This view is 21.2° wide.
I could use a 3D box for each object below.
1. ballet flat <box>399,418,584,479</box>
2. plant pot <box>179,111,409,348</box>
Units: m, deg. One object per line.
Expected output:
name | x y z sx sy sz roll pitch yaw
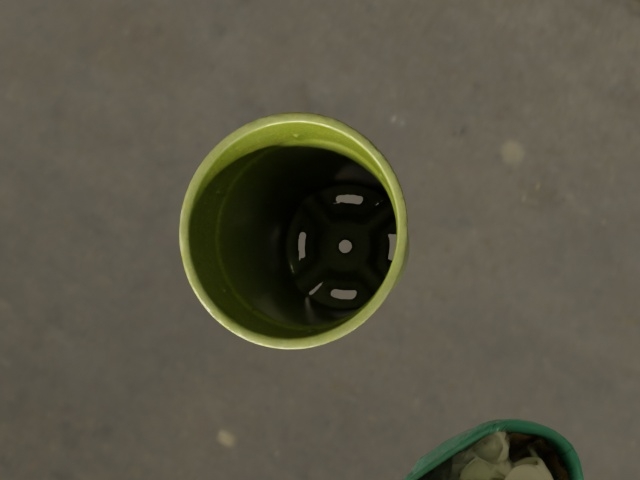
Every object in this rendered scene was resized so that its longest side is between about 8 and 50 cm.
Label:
ballet flat | 0.034 0.144 0.731 0.083 0.247 0.087 53 136 3
plant pot | 0.000 0.000 0.634 0.083 0.079 0.083 -2 84 15
